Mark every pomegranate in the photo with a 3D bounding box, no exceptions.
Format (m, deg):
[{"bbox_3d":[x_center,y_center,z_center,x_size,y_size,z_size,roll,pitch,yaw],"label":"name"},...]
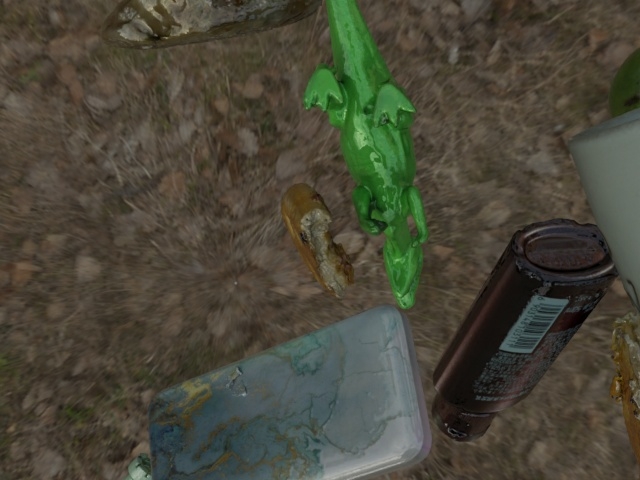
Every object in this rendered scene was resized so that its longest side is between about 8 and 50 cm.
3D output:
[{"bbox_3d":[0.522,-0.198,1.687,0.182,0.224,0.181,-3,65,6],"label":"pomegranate"}]

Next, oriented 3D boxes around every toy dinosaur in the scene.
[{"bbox_3d":[0.089,-0.195,1.607,0.144,0.374,0.499,-9,60,13],"label":"toy dinosaur"}]

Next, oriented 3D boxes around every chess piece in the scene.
[{"bbox_3d":[-0.274,0.352,1.601,0.067,0.067,0.103,42,113,-2],"label":"chess piece"}]

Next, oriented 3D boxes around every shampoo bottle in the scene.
[{"bbox_3d":[0.202,0.106,1.193,0.129,0.323,0.084,-6,55,-20],"label":"shampoo bottle"}]

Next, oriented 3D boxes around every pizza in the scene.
[{"bbox_3d":[0.000,0.000,1.414,0.063,0.182,0.161,-20,88,-7],"label":"pizza"},{"bbox_3d":[0.403,0.224,1.335,0.071,0.189,0.296,-19,89,6],"label":"pizza"}]

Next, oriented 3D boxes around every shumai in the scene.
[{"bbox_3d":[-0.107,-0.253,1.024,0.210,0.161,0.152,-10,93,15],"label":"shumai"}]

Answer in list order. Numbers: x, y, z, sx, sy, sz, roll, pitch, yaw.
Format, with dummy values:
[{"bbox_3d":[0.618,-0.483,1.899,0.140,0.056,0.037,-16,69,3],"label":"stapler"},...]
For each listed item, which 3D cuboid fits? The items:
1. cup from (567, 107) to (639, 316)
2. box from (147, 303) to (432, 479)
[{"bbox_3d":[0.285,0.006,0.677,0.186,0.258,0.234,-19,95,28],"label":"cup"},{"bbox_3d":[-0.037,0.164,0.994,0.285,0.044,0.142,-24,61,25],"label":"box"}]
